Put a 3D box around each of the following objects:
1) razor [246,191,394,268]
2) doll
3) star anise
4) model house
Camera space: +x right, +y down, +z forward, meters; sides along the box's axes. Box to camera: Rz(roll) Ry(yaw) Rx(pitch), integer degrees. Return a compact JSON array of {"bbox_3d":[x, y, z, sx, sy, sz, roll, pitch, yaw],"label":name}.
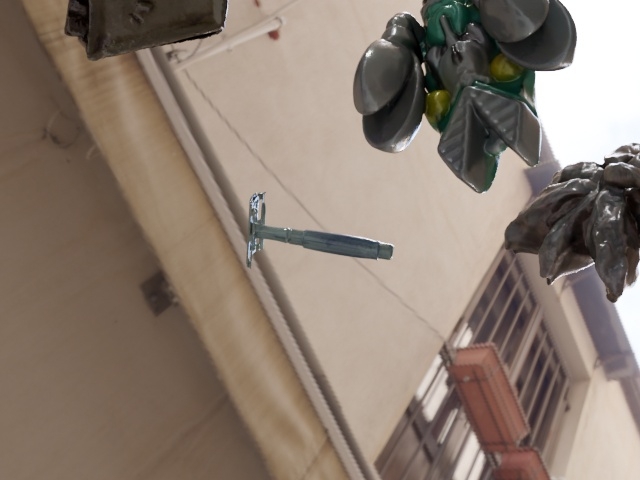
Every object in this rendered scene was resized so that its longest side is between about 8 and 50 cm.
[{"bbox_3d":[0.000,0.000,0.753,0.135,0.040,0.068,9,-57,5],"label":"razor"},{"bbox_3d":[0.114,-0.164,0.760,0.195,0.153,0.258,-52,-138,13],"label":"doll"},{"bbox_3d":[0.382,-0.061,1.046,0.315,0.359,0.139,-9,-60,27],"label":"star anise"},{"bbox_3d":[-0.313,-0.500,1.497,0.297,0.282,0.317,-1,-66,-18],"label":"model house"}]
